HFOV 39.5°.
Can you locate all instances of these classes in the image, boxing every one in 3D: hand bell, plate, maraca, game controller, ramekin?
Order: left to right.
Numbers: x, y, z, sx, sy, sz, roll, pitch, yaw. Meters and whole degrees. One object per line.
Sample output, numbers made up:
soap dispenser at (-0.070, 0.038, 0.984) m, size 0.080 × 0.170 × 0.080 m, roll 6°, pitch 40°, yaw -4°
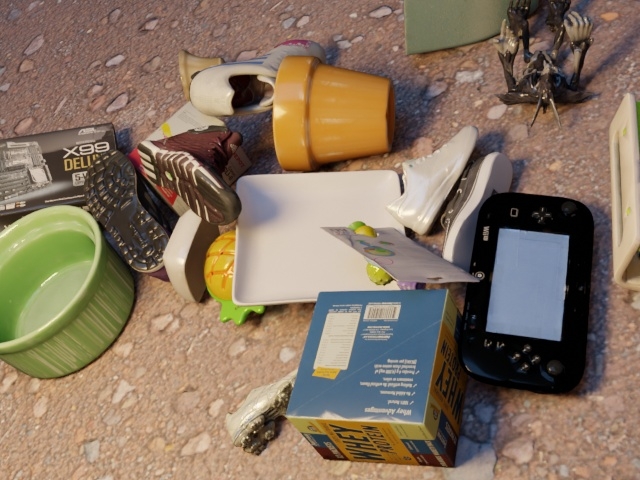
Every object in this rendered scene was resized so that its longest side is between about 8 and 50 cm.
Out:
ramekin at (-0.485, 0.099, 1.605) m, size 0.304 × 0.148 × 0.303 m, roll -15°, pitch 48°, yaw 17°
maraca at (-0.135, 0.058, 1.483) m, size 0.127 × 0.099 × 0.185 m, roll -33°, pitch 48°, yaw 16°
hand bell at (-0.161, -0.357, 1.857) m, size 0.242 × 0.126 × 0.126 m, roll -9°, pitch 49°, yaw 5°
plate at (0.000, 0.000, 1.446) m, size 0.278 × 0.045 × 0.278 m, roll -3°, pitch 50°, yaw 0°
game controller at (0.290, 0.065, 1.249) m, size 0.167 × 0.067 × 0.319 m, roll 12°, pitch 56°, yaw 5°

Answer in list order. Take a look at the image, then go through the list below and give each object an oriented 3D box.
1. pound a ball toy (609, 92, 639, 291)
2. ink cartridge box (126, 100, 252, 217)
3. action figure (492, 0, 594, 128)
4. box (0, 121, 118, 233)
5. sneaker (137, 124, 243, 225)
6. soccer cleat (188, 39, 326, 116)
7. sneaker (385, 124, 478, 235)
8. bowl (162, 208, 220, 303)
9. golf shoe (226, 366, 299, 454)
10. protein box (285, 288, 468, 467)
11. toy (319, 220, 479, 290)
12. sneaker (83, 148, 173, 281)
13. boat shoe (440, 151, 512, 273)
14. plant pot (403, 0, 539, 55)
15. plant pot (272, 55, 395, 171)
pound a ball toy at (0.506, -0.036, 1.215) m, size 0.208 × 0.135 × 0.319 m, roll 8°, pitch 55°, yaw 3°
ink cartridge box at (-0.248, -0.151, 1.695) m, size 0.176 × 0.128 × 0.127 m, roll -45°, pitch 47°, yaw -10°
action figure at (0.368, -0.318, 1.493) m, size 0.164 × 0.141 × 0.275 m, roll -4°, pitch 50°, yaw 12°
box at (-0.553, -0.118, 1.796) m, size 0.308 × 0.076 × 0.242 m, roll -10°, pitch 46°, yaw -10°
sneaker at (-0.178, -0.133, 1.505) m, size 0.163 × 0.106 × 0.281 m, roll -30°, pitch 42°, yaw -27°
soccer cleat at (-0.088, -0.294, 1.675) m, size 0.331 × 0.116 × 0.143 m, roll -26°, pitch 33°, yaw -36°
sneaker at (0.182, -0.115, 1.448) m, size 0.094 × 0.080 × 0.212 m, roll 29°, pitch 69°, yaw 11°
bowl at (-0.223, 0.021, 1.524) m, size 0.053 × 0.142 × 0.142 m, roll 11°, pitch 57°, yaw 11°
golf shoe at (-0.072, 0.232, 1.333) m, size 0.176 × 0.069 × 0.086 m, roll -40°, pitch 40°, yaw -8°
protein box at (0.087, 0.187, 1.230) m, size 0.200 × 0.136 × 0.201 m, roll -3°, pitch 53°, yaw 26°
toy at (0.106, 0.035, 1.306) m, size 0.137 × 0.056 × 0.237 m, roll 1°, pitch 21°, yaw -28°
sneaker at (-0.337, -0.036, 1.627) m, size 0.107 × 0.124 × 0.283 m, roll -33°, pitch 63°, yaw 4°
boat shoe at (0.228, -0.043, 1.390) m, size 0.076 × 0.080 × 0.228 m, roll -5°, pitch 53°, yaw 47°
plant pot at (0.276, -0.516, 1.644) m, size 0.253 × 0.247 × 0.247 m, roll -1°, pitch 51°, yaw 5°
plant pot at (0.032, -0.221, 1.569) m, size 0.188 × 0.205 × 0.205 m, roll 3°, pitch 54°, yaw 12°
